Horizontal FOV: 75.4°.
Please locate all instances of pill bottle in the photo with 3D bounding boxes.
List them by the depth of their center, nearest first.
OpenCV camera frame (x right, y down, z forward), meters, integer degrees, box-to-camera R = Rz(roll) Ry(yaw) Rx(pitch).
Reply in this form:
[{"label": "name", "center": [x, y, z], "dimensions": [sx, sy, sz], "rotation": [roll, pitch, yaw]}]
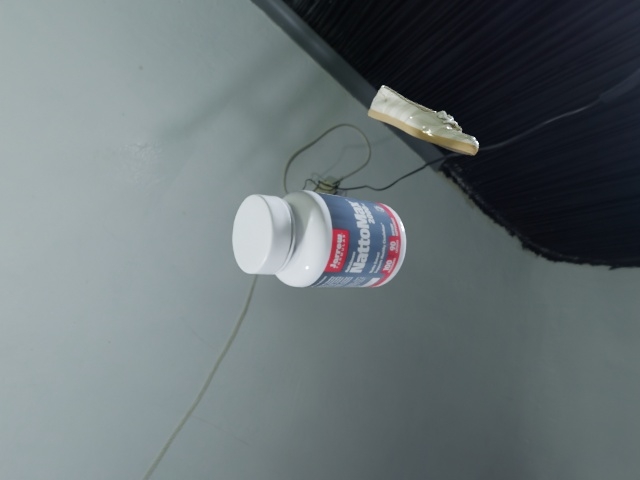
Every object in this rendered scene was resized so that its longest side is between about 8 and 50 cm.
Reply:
[{"label": "pill bottle", "center": [0.000, 0.000, 0.470], "dimensions": [0.180, 0.108, 0.108], "rotation": [4, 78, -38]}]

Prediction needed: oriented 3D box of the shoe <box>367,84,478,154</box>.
[{"label": "shoe", "center": [0.173, -0.206, 0.706], "dimensions": [0.077, 0.219, 0.058], "rotation": [-5, 123, -51]}]
